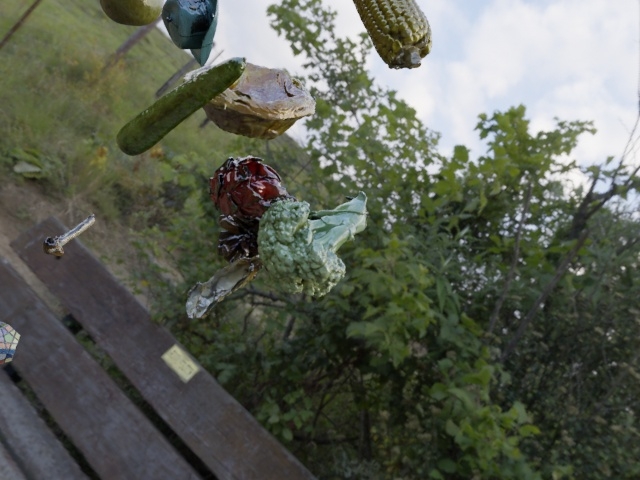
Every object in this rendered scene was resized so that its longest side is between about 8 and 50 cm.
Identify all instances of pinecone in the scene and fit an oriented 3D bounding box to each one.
[{"bbox_3d":[-0.247,-0.025,2.048,0.384,0.384,0.384,41,-6,5],"label":"pinecone"}]

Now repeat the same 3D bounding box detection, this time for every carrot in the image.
[{"bbox_3d":[-0.299,-0.290,1.113,0.074,0.358,0.074,48,26,-32],"label":"carrot"}]

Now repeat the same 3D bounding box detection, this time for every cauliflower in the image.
[{"bbox_3d":[-0.013,0.019,1.266,0.327,0.281,0.260,-134,-138,-71],"label":"cauliflower"}]

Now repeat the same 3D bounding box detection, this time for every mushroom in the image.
[{"bbox_3d":[-0.734,-0.016,1.534,0.060,0.187,0.061,8,-52,34],"label":"mushroom"}]

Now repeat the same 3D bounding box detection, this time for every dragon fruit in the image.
[{"bbox_3d":[-0.192,-0.136,1.365,0.182,0.189,0.182,26,-56,46],"label":"dragon fruit"}]

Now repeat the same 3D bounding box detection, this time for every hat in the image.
[{"bbox_3d":[-0.255,-0.412,0.976,0.138,0.078,0.191,60,-31,8],"label":"hat"}]

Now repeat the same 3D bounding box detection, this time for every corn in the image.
[{"bbox_3d":[0.130,-0.472,1.048,0.119,0.119,0.322,58,8,-70],"label":"corn"}]

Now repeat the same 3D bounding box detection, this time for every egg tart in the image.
[{"bbox_3d":[-0.181,-0.352,1.332,0.352,0.150,0.352,11,30,-6],"label":"egg tart"}]

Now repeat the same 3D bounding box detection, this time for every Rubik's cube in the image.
[{"bbox_3d":[-0.799,0.253,1.278,0.093,0.111,0.111,20,4,-26],"label":"Rubik's cube"}]

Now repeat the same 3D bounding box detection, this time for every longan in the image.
[{"bbox_3d":[-0.487,-0.617,1.335,0.155,0.145,0.176,16,-31,-28],"label":"longan"}]

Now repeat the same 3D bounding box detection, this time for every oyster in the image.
[{"bbox_3d":[-0.297,0.145,1.625,0.078,0.345,0.128,39,27,-38],"label":"oyster"}]
